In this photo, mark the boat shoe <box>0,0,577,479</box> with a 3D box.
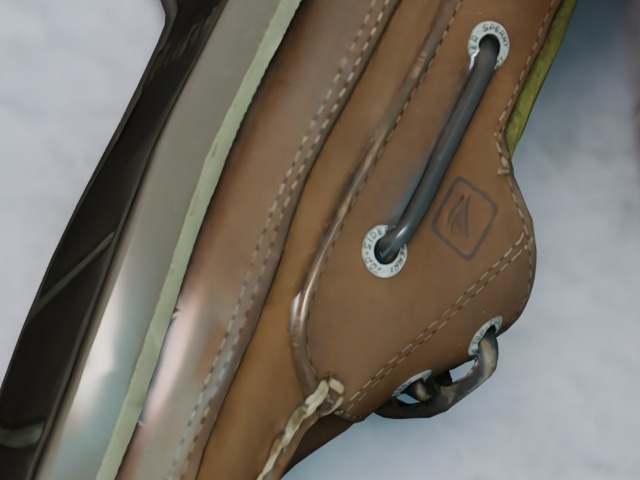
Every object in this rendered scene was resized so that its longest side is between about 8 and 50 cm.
[{"bbox_3d":[0.000,0.000,0.423,0.104,0.110,0.307,22,83,-16],"label":"boat shoe"}]
